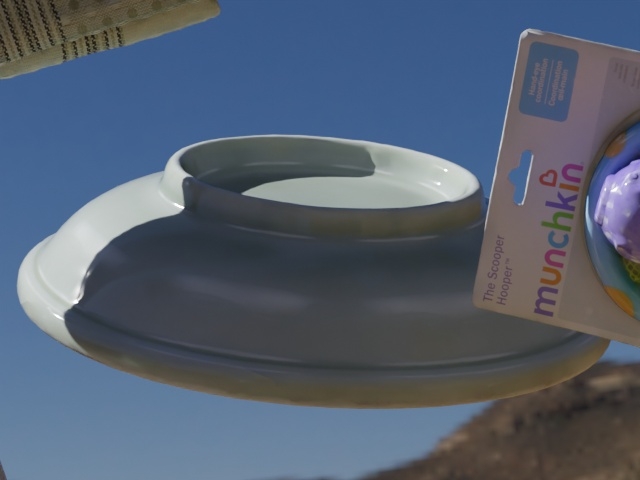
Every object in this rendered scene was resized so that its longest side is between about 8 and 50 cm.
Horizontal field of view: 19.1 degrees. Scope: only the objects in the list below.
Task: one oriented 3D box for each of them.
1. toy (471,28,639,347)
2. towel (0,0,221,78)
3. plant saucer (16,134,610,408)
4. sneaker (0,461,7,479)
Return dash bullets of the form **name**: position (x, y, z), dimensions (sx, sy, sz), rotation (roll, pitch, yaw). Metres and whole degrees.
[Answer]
- **toy**: position (0.187, 0.002, 0.826), dimensions (0.237, 0.137, 0.056), rotation (13, 20, 11)
- **towel**: position (-0.215, -0.264, 1.248), dimensions (0.324, 0.312, 0.056), rotation (-18, -2, -4)
- **plant saucer**: position (0.000, 0.000, 1.278), dimensions (0.400, 0.101, 0.400), rotation (4, 16, -1)
- **sneaker**: position (-0.321, 0.136, 1.347), dimensions (0.121, 0.217, 0.079), rotation (-37, -5, 11)
